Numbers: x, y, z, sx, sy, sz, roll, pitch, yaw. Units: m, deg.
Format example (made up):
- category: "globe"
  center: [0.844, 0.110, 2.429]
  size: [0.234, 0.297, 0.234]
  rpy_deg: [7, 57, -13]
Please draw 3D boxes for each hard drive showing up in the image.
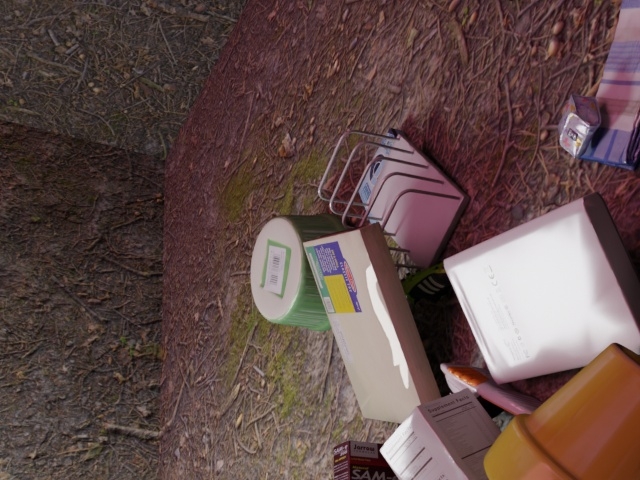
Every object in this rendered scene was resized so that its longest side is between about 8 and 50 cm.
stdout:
- category: "hard drive"
  center: [0.345, 0.087, 1.419]
  size: [0.353, 0.047, 0.232]
  rpy_deg: [-32, 80, 60]

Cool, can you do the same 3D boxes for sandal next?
- category: "sandal"
  center: [0.287, 0.279, 1.576]
  size: [0.265, 0.102, 0.076]
  rpy_deg: [27, 104, 63]

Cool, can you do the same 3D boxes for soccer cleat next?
- category: "soccer cleat"
  center: [0.240, 0.083, 1.838]
  size: [0.179, 0.072, 0.060]
  rpy_deg: [-22, 14, 44]

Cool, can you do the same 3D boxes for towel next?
- category: "towel"
  center: [0.483, -0.255, 1.431]
  size: [0.209, 0.034, 0.284]
  rpy_deg: [-125, 50, -77]

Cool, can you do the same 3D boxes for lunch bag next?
- category: "lunch bag"
  center: [0.417, -0.184, 1.478]
  size: [0.071, 0.053, 0.083]
  rpy_deg: [102, 172, -48]

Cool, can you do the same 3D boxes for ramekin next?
- category: "ramekin"
  center: [-0.053, 0.076, 2.307]
  size: [0.303, 0.148, 0.303]
  rpy_deg: [-13, 75, 57]

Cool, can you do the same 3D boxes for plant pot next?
- category: "plant pot"
  center: [0.386, 0.278, 1.213]
  size: [0.239, 0.254, 0.254]
  rpy_deg: [-55, 28, 9]

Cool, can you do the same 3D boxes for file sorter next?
- category: "file sorter"
  center: [0.140, -0.090, 1.936]
  size: [0.277, 0.173, 0.192]
  rpy_deg: [53, 127, 47]

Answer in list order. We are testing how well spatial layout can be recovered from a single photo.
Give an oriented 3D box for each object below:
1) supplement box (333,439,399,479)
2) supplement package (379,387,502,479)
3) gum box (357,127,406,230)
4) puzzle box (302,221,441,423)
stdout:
- category: "supplement box"
  center: [0.099, 0.530, 1.833]
  size: [0.073, 0.130, 0.239]
  rpy_deg: [-43, 42, 53]
- category: "supplement package"
  center: [0.236, 0.385, 1.483]
  size: [0.244, 0.139, 0.133]
  rpy_deg: [54, 132, 27]
- category: "gum box"
  center: [0.158, -0.143, 2.139]
  size: [0.184, 0.041, 0.157]
  rpy_deg: [-62, 29, 33]
- category: "puzzle box"
  center: [0.104, 0.172, 1.855]
  size: [0.272, 0.052, 0.408]
  rpy_deg: [-12, 98, 65]
